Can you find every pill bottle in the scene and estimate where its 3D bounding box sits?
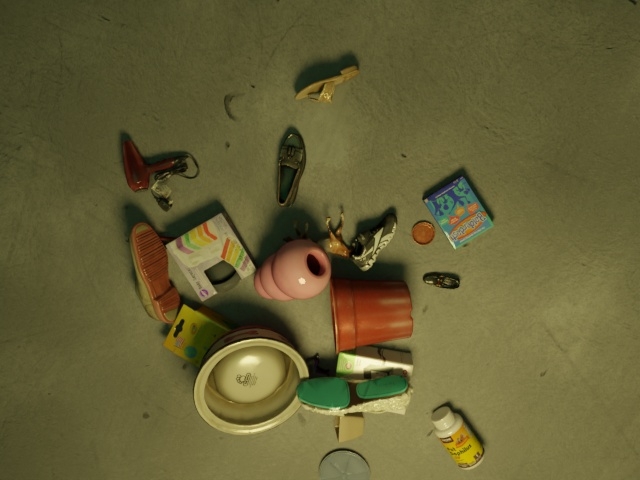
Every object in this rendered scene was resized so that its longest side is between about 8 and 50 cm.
[{"bbox_3d":[0.504,0.727,1.753,0.117,0.117,0.215,-35,93,10],"label":"pill bottle"}]

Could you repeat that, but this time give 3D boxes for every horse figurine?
[{"bbox_3d":[0.000,0.000,1.719,0.263,0.066,0.174,-11,114,0],"label":"horse figurine"}]

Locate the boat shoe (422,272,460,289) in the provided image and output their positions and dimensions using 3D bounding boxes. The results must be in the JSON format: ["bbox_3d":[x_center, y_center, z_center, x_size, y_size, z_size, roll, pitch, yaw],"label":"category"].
[{"bbox_3d":[0.438,0.148,1.713,0.133,0.042,0.048,8,101,6],"label":"boat shoe"}]

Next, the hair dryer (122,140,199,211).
[{"bbox_3d":[-0.619,-0.266,1.766,0.294,0.080,0.223,35,85,-5],"label":"hair dryer"}]

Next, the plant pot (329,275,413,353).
[{"bbox_3d":[0.174,0.249,1.660,0.265,0.272,0.272,-4,98,-2],"label":"plant pot"}]

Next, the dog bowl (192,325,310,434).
[{"bbox_3d":[-0.252,0.491,1.714,0.408,0.150,0.407,-5,112,-13],"label":"dog bowl"}]

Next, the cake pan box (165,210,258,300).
[{"bbox_3d":[-0.397,0.063,1.760,0.246,0.070,0.266,-28,100,5],"label":"cake pan box"}]

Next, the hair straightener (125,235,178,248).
[{"bbox_3d":[-0.628,0.025,1.806,0.231,0.047,0.089,6,100,0],"label":"hair straightener"}]

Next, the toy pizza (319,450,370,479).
[{"bbox_3d":[0.096,0.919,1.870,0.201,0.032,0.201,1,99,7],"label":"toy pizza"}]

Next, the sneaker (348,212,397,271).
[{"bbox_3d":[0.182,-0.007,1.677,0.106,0.078,0.234,31,95,-28],"label":"sneaker"}]

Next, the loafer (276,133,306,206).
[{"bbox_3d":[-0.108,-0.248,1.691,0.096,0.084,0.267,9,99,5],"label":"loafer"}]

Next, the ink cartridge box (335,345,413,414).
[{"bbox_3d":[0.193,0.507,1.755,0.273,0.115,0.198,9,100,5],"label":"ink cartridge box"}]

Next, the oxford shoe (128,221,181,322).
[{"bbox_3d":[-0.652,0.128,1.768,0.147,0.140,0.396,-3,105,29],"label":"oxford shoe"}]

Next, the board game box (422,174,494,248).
[{"bbox_3d":[0.483,-0.099,1.667,0.160,0.047,0.210,-34,94,10],"label":"board game box"}]

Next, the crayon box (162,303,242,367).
[{"bbox_3d":[-0.417,0.391,1.823,0.319,0.081,0.202,30,101,0],"label":"crayon box"}]

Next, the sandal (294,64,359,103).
[{"bbox_3d":[0.033,-0.515,1.635,0.240,0.088,0.079,-25,89,4],"label":"sandal"}]

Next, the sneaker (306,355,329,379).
[{"bbox_3d":[0.013,0.551,1.801,0.098,0.083,0.223,-33,93,5],"label":"sneaker"}]

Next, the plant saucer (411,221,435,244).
[{"bbox_3d":[0.371,-0.025,1.708,0.084,0.013,0.083,1,99,6],"label":"plant saucer"}]

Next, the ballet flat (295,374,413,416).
[{"bbox_3d":[0.120,0.559,1.651,0.409,0.147,0.146,-5,98,7],"label":"ballet flat"}]

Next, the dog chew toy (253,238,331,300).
[{"bbox_3d":[-0.116,0.121,1.666,0.332,0.207,0.206,-25,96,46],"label":"dog chew toy"}]

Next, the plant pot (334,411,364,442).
[{"bbox_3d":[0.111,0.692,1.802,0.096,0.109,0.109,3,99,-6],"label":"plant pot"}]
